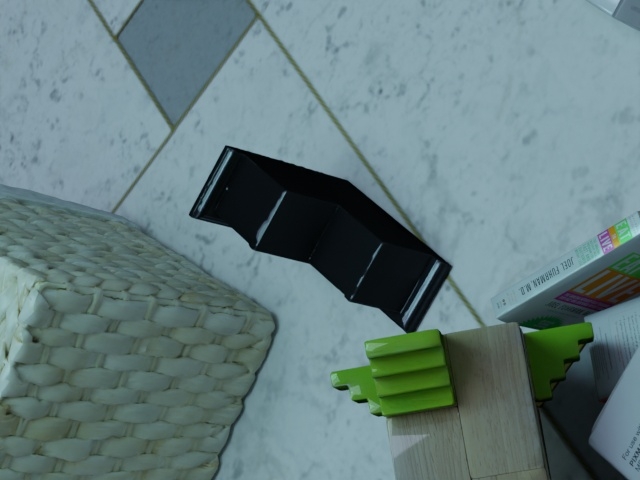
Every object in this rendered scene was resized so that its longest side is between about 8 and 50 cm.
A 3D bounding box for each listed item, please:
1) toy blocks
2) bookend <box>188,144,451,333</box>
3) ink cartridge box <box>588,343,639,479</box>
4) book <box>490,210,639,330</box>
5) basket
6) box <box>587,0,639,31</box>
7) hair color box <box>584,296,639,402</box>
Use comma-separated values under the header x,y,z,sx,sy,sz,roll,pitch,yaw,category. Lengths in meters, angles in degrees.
x,y,z,sx,sy,sz,roll,pitch,yaw,category
0.120,0.204,1.380,0.191,0.381,0.260,-10,81,6,toy blocks
0.000,0.000,1.659,0.157,0.156,0.072,41,108,40,bookend
0.339,0.163,1.260,0.273,0.197,0.114,41,115,42,ink cartridge box
0.214,0.026,1.490,0.144,0.096,0.035,-34,59,34,book
-0.270,0.142,1.773,0.266,0.331,0.328,28,100,38,basket
0.211,-0.345,1.610,0.322,0.058,0.232,42,109,40,box
0.270,0.072,1.463,0.141,0.043,0.072,-23,65,39,hair color box
